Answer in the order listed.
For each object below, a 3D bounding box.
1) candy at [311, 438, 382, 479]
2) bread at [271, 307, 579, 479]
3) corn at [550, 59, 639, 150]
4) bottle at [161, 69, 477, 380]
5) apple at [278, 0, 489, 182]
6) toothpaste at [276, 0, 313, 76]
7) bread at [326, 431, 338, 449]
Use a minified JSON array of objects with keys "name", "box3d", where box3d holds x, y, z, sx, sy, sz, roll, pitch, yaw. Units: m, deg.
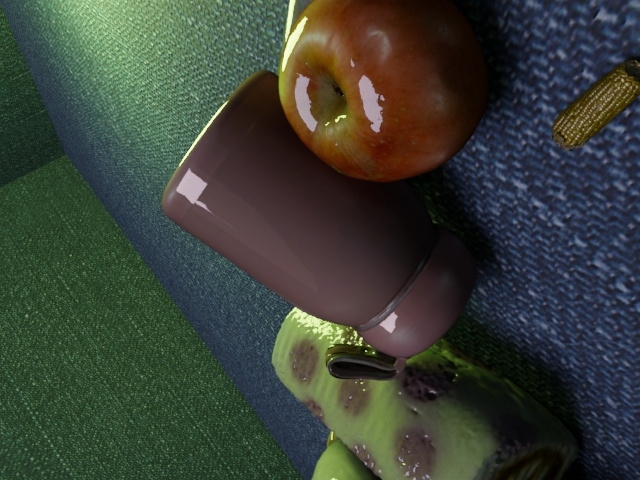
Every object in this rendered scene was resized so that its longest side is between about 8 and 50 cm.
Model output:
[{"name":"candy","box3d":[0.145,0.400,0.685,0.186,0.386,0.427,-57,43,23]},{"name":"bread","box3d":[0.108,0.187,0.711,0.187,0.155,0.338,19,-172,-40]},{"name":"corn","box3d":[0.177,-0.084,0.387,0.027,0.028,0.083,33,156,1]},{"name":"bottle","box3d":[0.000,0.000,0.593,0.296,0.206,0.173,36,-171,-10]},{"name":"apple","box3d":[0.050,-0.123,0.463,0.163,0.139,0.163,30,133,39]},{"name":"toothpaste","box3d":[-0.006,-0.190,0.581,0.100,0.066,0.323,54,155,18]},{"name":"bread","box3d":[0.115,0.380,1.020,0.274,0.149,0.274,41,147,34]}]
